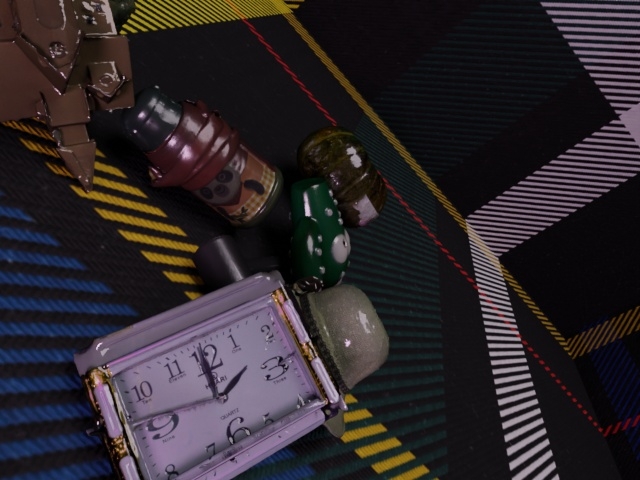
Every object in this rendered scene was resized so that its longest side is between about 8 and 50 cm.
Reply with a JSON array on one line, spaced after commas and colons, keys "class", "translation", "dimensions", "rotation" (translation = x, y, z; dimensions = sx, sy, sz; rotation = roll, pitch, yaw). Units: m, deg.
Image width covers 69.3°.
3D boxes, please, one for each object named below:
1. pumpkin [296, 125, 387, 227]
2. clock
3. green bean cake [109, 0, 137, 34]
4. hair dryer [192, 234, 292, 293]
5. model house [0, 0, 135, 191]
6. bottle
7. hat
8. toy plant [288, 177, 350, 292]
[{"class": "pumpkin", "translation": [0.034, -0.146, 1.110], "dimensions": [0.260, 0.189, 0.260], "rotation": [56, 1, -2]}, {"class": "clock", "translation": [-0.117, 0.161, 0.509], "dimensions": [0.253, 0.083, 0.187], "rotation": [-21, 72, -23]}, {"class": "green bean cake", "translation": [-0.453, -0.423, 0.717], "dimensions": [0.241, 0.132, 0.255], "rotation": [53, 26, -8]}, {"class": "hair dryer", "translation": [-0.105, 0.060, 0.779], "dimensions": [0.114, 0.070, 0.248], "rotation": [59, 19, 14]}, {"class": "model house", "translation": [-0.328, -0.185, 0.593], "dimensions": [0.180, 0.176, 0.248], "rotation": [-20, 105, -30]}, {"class": "bottle", "translation": [-0.199, -0.133, 0.766], "dimensions": [0.271, 0.143, 0.156], "rotation": [37, 70, -35]}, {"class": "hat", "translation": [0.031, 0.144, 0.695], "dimensions": [0.258, 0.130, 0.257], "rotation": [64, 2, -3]}, {"class": "toy plant", "translation": [-0.001, 0.003, 0.903], "dimensions": [0.232, 0.112, 0.244], "rotation": [17, 69, -70]}]
